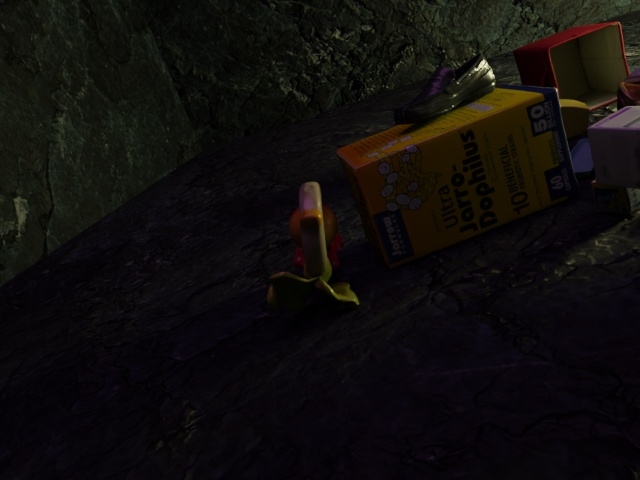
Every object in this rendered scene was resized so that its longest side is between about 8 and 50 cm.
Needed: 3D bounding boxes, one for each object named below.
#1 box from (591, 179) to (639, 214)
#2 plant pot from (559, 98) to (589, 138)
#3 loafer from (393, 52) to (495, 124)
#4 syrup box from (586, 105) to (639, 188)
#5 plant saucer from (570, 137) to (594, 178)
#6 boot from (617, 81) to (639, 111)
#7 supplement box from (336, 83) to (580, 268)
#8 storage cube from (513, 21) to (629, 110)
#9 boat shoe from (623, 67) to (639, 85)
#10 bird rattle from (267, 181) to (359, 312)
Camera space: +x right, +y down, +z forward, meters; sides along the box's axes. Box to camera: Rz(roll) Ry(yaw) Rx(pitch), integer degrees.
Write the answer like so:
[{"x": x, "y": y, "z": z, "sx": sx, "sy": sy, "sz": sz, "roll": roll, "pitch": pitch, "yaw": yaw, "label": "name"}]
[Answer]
[{"x": 0.508, "y": -0.101, "z": 0.948, "sx": 0.169, "sy": 0.054, "sz": 0.059, "roll": -28, "pitch": 20, "yaw": -23, "label": "box"}, {"x": 0.552, "y": -0.272, "z": 1.343, "sx": 0.083, "sy": 0.081, "sz": 0.081, "roll": -3, "pitch": 23, "yaw": 18, "label": "plant pot"}, {"x": 0.216, "y": -0.268, "z": 1.073, "sx": 0.223, "sy": 0.078, "sz": 0.076, "roll": -28, "pitch": 19, "yaw": -22, "label": "loafer"}, {"x": 0.490, "y": -0.122, "z": 0.807, "sx": 0.096, "sy": 0.093, "sz": 0.237, "roll": -28, "pitch": 22, "yaw": -20, "label": "syrup box"}, {"x": 0.513, "y": -0.161, "z": 1.166, "sx": 0.067, "sy": 0.018, "sz": 0.192, "roll": -4, "pitch": 24, "yaw": 40, "label": "plant saucer"}, {"x": 0.693, "y": -0.265, "z": 1.140, "sx": 0.220, "sy": 0.108, "sz": 0.283, "roll": -7, "pitch": 11, "yaw": 16, "label": "boot"}, {"x": 0.236, "y": -0.124, "z": 1.082, "sx": 0.357, "sy": 0.194, "sz": 0.195, "roll": -22, "pitch": 18, "yaw": -1, "label": "supplement box"}, {"x": 0.630, "y": -0.429, "z": 1.525, "sx": 0.215, "sy": 0.183, "sz": 0.193, "roll": -22, "pitch": 18, "yaw": -2, "label": "storage cube"}, {"x": 0.756, "y": -0.339, "z": 1.195, "sx": 0.302, "sy": 0.113, "sz": 0.103, "roll": 18, "pitch": 86, "yaw": 61, "label": "boat shoe"}, {"x": 0.000, "y": 0.000, "z": 1.008, "sx": 0.143, "sy": 0.206, "sz": 0.253, "roll": 1, "pitch": 32, "yaw": 8, "label": "bird rattle"}]
